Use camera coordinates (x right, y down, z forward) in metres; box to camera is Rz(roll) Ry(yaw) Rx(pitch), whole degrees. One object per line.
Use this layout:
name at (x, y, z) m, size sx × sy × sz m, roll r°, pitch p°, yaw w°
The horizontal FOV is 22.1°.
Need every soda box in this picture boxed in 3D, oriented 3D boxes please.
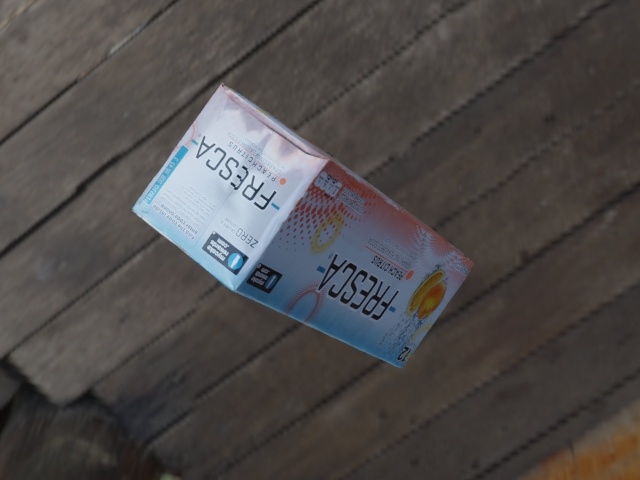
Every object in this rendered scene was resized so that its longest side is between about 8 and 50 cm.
soda box at (0.000, 0.000, 0.676) m, size 0.058 × 0.183 × 0.063 m, roll 37°, pitch 92°, yaw 27°
